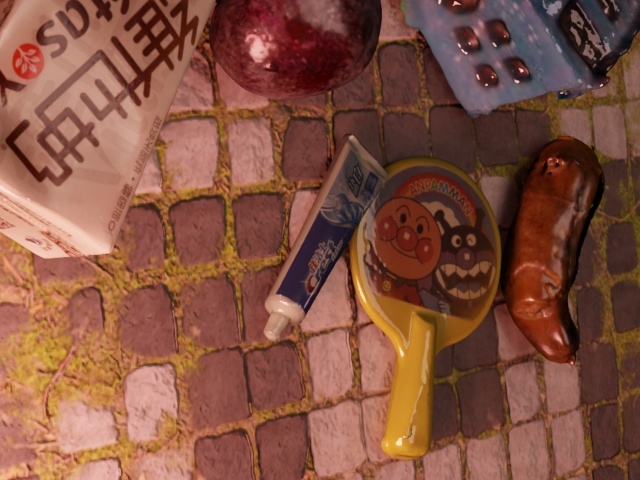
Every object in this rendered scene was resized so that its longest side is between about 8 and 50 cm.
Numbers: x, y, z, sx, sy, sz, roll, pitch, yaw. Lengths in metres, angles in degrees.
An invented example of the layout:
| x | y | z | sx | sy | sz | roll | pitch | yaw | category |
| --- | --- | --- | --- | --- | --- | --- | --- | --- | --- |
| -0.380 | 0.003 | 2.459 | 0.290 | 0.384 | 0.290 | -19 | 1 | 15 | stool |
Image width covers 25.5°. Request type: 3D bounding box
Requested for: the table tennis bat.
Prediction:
| x | y | z | sx | sy | sz | roll | pitch | yaw | category |
| --- | --- | --- | --- | --- | --- | --- | --- | --- | --- |
| 0.120 | 0.077 | 1.686 | 0.224 | 0.054 | 0.369 | 16 | 75 | -31 | table tennis bat |

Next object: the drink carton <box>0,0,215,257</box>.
| x | y | z | sx | sy | sz | roll | pitch | yaw | category |
| --- | --- | --- | --- | --- | --- | --- | --- | --- | --- |
| -0.240 | -0.170 | 1.329 | 0.194 | 0.132 | 0.324 | 34 | 66 | -34 | drink carton |

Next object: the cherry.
| x | y | z | sx | sy | sz | roll | pitch | yaw | category |
| --- | --- | --- | --- | --- | --- | --- | --- | --- | --- |
| -0.026 | -0.243 | 1.499 | 0.195 | 0.195 | 0.195 | 5 | 83 | -42 | cherry |

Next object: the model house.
| x | y | z | sx | sy | sz | roll | pitch | yaw | category |
| --- | --- | --- | --- | --- | --- | --- | --- | --- | --- |
| 0.232 | -0.336 | 1.730 | 0.303 | 0.215 | 0.237 | 52 | 56 | -20 | model house |

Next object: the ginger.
| x | y | z | sx | sy | sz | roll | pitch | yaw | category |
| --- | --- | --- | --- | --- | --- | --- | --- | --- | --- |
| 0.299 | -0.004 | 1.828 | 0.133 | 0.107 | 0.309 | 49 | 52 | -57 | ginger |

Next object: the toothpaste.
| x | y | z | sx | sy | sz | roll | pitch | yaw | category |
| --- | --- | --- | --- | --- | --- | --- | --- | --- | --- |
| 0.001 | 0.001 | 1.589 | 0.069 | 0.047 | 0.268 | 28 | 61 | 0 | toothpaste |
